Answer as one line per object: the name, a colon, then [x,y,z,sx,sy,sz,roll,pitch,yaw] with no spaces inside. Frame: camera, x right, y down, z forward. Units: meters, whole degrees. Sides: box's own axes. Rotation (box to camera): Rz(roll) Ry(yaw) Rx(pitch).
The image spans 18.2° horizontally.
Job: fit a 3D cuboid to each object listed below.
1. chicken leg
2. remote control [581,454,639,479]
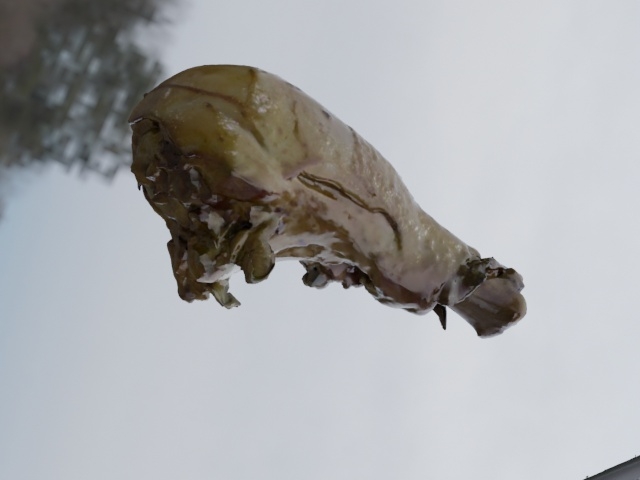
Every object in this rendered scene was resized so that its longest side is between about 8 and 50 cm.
chicken leg: [0.002,-0.003,0.928,0.085,0.207,0.101,-23,-140,63]
remote control: [0.182,0.158,1.281,0.034,0.091,0.016,90,-24,-62]
